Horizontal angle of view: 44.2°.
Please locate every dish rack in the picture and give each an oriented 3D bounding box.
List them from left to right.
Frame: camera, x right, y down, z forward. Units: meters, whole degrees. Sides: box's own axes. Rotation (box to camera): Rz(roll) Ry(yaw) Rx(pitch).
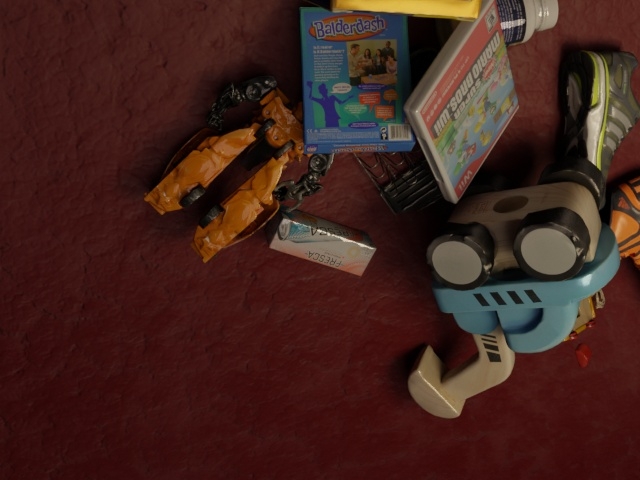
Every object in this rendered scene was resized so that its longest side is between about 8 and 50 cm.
[{"bbox_3d":[0.147,-0.164,1.281,0.208,0.074,0.271,-34,122,7],"label":"dish rack"}]

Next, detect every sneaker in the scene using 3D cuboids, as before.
[{"bbox_3d":[0.483,-0.183,1.341,0.121,0.111,0.300,-15,124,-11],"label":"sneaker"},{"bbox_3d":[0.598,0.027,1.494,0.180,0.124,0.321,-17,111,0],"label":"sneaker"}]

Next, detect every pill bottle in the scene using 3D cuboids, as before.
[{"bbox_3d":[0.268,-0.339,1.199,0.169,0.094,0.094,-14,122,-6],"label":"pill bottle"}]

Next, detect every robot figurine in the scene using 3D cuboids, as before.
[{"bbox_3d":[-0.119,-0.115,1.215,0.291,0.085,0.211,-41,99,10],"label":"robot figurine"}]

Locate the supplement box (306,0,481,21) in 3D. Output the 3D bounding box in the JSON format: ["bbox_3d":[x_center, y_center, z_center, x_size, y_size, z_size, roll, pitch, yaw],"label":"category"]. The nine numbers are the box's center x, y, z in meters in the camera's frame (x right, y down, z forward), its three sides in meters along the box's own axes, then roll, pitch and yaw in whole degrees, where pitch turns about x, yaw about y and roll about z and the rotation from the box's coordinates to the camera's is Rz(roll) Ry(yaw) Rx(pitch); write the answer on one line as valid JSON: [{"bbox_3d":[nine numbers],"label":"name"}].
[{"bbox_3d":[0.091,-0.461,0.945,0.194,0.195,0.357,-1,113,-19],"label":"supplement box"}]

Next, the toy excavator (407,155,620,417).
[{"bbox_3d":[0.308,0.123,1.365,0.433,0.222,0.445,-8,117,31],"label":"toy excavator"}]

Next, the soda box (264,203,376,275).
[{"bbox_3d":[0.000,0.000,1.345,0.183,0.058,0.063,17,113,-23],"label":"soda box"}]

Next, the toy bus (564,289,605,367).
[{"bbox_3d":[0.449,0.131,1.504,0.104,0.191,0.202,-12,135,38],"label":"toy bus"}]

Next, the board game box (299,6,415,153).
[{"bbox_3d":[0.051,-0.234,1.145,0.160,0.047,0.210,-1,80,-2],"label":"board game box"}]

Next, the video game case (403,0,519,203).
[{"bbox_3d":[0.218,-0.199,1.172,0.204,0.025,0.285,-56,151,-9],"label":"video game case"}]
